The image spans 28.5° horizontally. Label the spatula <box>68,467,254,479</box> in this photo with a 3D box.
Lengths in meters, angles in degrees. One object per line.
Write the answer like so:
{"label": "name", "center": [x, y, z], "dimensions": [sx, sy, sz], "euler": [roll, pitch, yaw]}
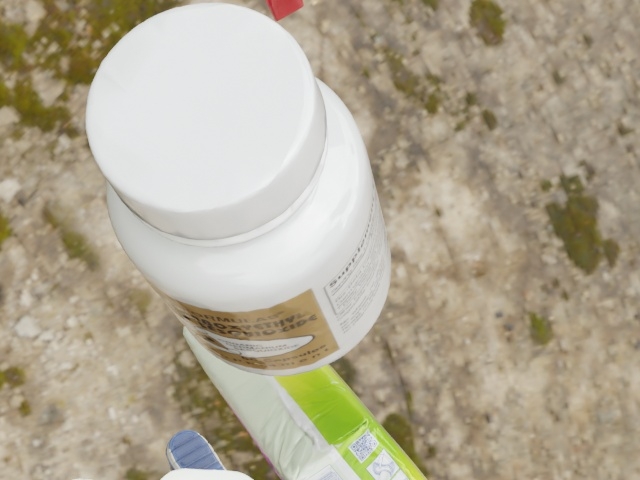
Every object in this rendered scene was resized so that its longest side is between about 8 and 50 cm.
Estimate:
{"label": "spatula", "center": [-0.102, 0.207, 0.482], "dimensions": [0.168, 0.019, 0.242], "euler": [5, 66, -13]}

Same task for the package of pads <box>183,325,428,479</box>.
{"label": "package of pads", "center": [0.005, 0.191, 1.210], "dimensions": [0.101, 0.296, 0.229], "euler": [-40, 124, -4]}

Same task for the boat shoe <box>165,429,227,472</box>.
{"label": "boat shoe", "center": [-0.126, 0.315, 1.517], "dimensions": [0.066, 0.066, 0.183], "euler": [-23, 74, -25]}

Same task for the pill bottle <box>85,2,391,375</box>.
{"label": "pill bottle", "center": [-0.037, -0.019, 0.645], "dimensions": [0.131, 0.229, 0.131], "euler": [-3, 69, 7]}

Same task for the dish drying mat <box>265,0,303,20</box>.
{"label": "dish drying mat", "center": [-0.034, -0.222, 1.153], "dimensions": [0.032, 0.083, 0.008], "euler": [-30, 82, 2]}
